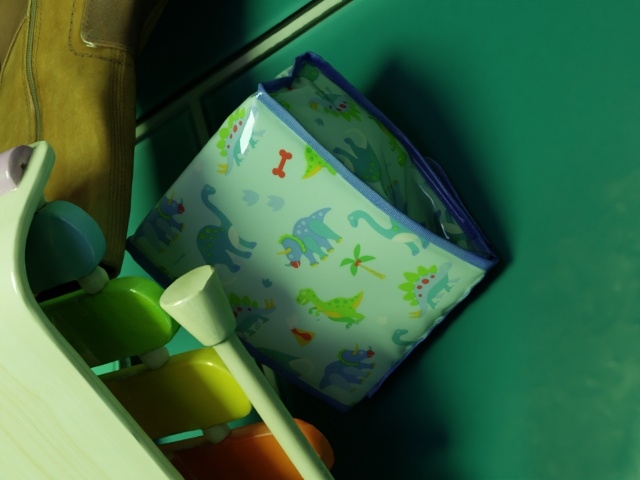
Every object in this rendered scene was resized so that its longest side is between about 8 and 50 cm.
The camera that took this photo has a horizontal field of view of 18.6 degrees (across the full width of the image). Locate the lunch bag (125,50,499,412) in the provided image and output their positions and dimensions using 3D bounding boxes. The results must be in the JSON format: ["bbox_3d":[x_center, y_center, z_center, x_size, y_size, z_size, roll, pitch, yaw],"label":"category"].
[{"bbox_3d":[0.000,0.000,1.020,0.151,0.096,0.129,43,120,2],"label":"lunch bag"}]

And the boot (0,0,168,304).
[{"bbox_3d":[-0.112,-0.107,1.052,0.264,0.096,0.280,-26,45,39],"label":"boot"}]

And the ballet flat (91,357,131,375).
[{"bbox_3d":[-0.148,0.147,1.144,0.077,0.079,0.221,-6,50,9],"label":"ballet flat"}]

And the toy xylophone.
[{"bbox_3d":[-0.075,0.096,0.969,0.236,0.081,0.323,-9,124,37],"label":"toy xylophone"}]
